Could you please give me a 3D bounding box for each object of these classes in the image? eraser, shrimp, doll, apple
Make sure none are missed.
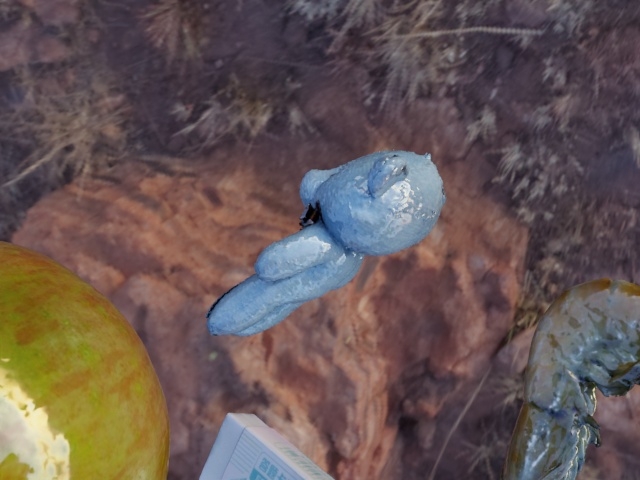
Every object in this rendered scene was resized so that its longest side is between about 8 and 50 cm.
[{"bbox_3d":[-0.036,0.281,1.161,0.225,0.052,0.095,31,102,41],"label":"eraser"},{"bbox_3d":[0.222,0.178,0.884,0.169,0.058,0.295,21,99,51],"label":"shrimp"},{"bbox_3d":[-0.002,-0.005,0.702,0.180,0.120,0.075,-30,79,15],"label":"doll"},{"bbox_3d":[-0.304,0.172,0.903,0.340,0.339,0.339,7,112,18],"label":"apple"}]
